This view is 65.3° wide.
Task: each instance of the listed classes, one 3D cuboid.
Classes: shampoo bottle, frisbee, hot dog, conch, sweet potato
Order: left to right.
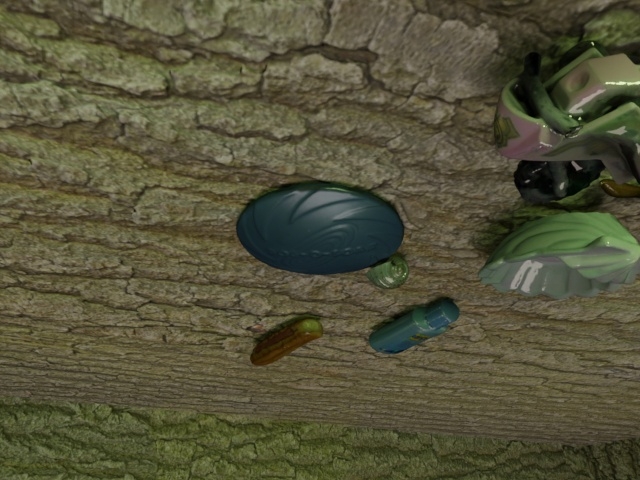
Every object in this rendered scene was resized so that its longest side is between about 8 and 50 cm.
[{"bbox_3d":[-0.091,0.261,1.280,0.087,0.061,0.285,19,144,-35],"label":"hot dog"},{"bbox_3d":[-0.001,0.005,0.850,0.289,0.049,0.290,1,150,0],"label":"frisbee"},{"bbox_3d":[0.126,0.065,0.936,0.076,0.057,0.085,-11,158,-24],"label":"conch"},{"bbox_3d":[0.224,0.207,1.182,0.103,0.061,0.258,14,147,-24],"label":"shampoo bottle"},{"bbox_3d":[0.455,-0.073,0.735,0.115,0.026,0.026,6,150,-14],"label":"sweet potato"}]

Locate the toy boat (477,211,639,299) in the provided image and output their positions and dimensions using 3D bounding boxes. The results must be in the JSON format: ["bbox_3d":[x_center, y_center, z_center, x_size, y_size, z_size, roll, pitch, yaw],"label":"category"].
[{"bbox_3d":[0.382,0.026,0.797,0.199,0.100,0.290,15,164,-15],"label":"toy boat"}]

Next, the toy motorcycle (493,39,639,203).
[{"bbox_3d":[0.306,-0.153,0.487,0.188,0.143,0.327,19,138,-29],"label":"toy motorcycle"}]
